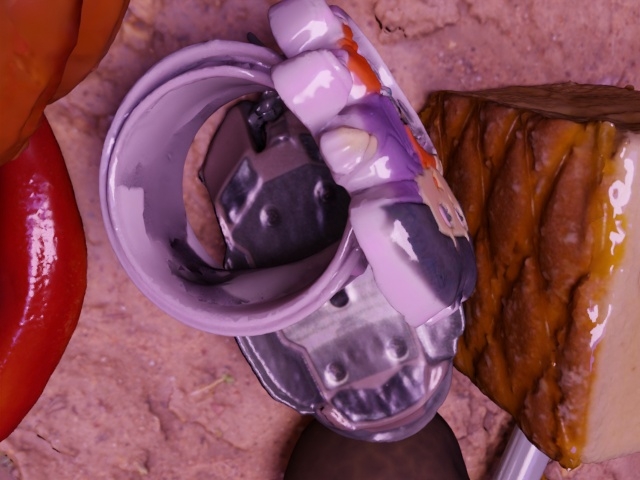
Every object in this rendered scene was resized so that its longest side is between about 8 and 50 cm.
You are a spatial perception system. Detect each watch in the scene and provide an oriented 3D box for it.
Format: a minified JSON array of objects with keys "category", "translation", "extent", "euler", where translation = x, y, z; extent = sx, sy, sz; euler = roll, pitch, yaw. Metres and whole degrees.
[{"category":"watch","translation":[-0.034,-0.025,0.468],"extent":[0.231,0.196,0.244],"euler":[-28,86,16]}]

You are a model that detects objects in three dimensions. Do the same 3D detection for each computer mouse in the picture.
[{"category":"computer mouse","translation":[0.001,0.001,0.614],"extent":[0.200,0.115,0.388],"euler":[-22,91,5]}]

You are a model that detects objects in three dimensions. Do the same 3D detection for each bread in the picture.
[{"category":"bread","translation":[0.229,0.003,0.595],"extent":[0.207,0.279,0.278],"euler":[-5,106,-17]}]

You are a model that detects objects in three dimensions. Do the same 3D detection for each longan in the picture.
[{"category":"longan","translation":[0.061,0.261,0.666],"extent":[0.198,0.198,0.212],"euler":[-29,82,-8]}]

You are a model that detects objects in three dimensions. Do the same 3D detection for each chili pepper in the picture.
[{"category":"chili pepper","translation":[-0.269,0.038,0.563],"extent":[0.137,0.092,0.368],"euler":[16,94,-2]}]

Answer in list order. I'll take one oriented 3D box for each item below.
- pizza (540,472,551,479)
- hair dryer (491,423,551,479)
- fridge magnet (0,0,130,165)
[{"category":"pizza","translation":[0.272,0.357,0.837],"extent":[0.175,0.046,0.134],"euler":[-18,110,-12]},{"category":"hair dryer","translation":[0.250,0.257,0.767],"extent":[0.173,0.107,0.357],"euler":[26,84,1]},{"category":"fridge magnet","translation":[-0.229,-0.214,0.376],"extent":[0.155,0.364,0.363],"euler":[-16,114,-48]}]
